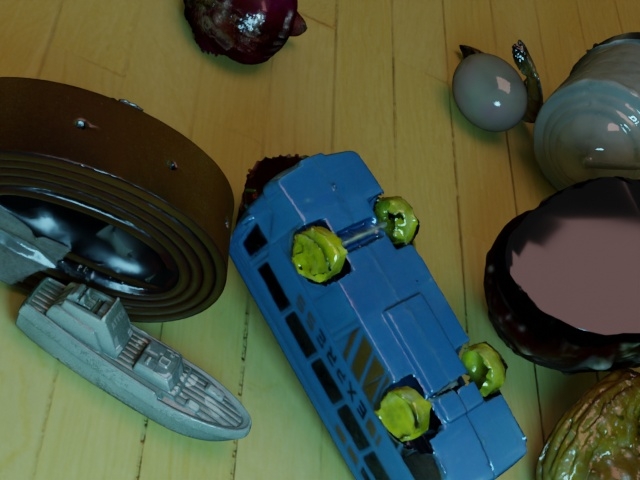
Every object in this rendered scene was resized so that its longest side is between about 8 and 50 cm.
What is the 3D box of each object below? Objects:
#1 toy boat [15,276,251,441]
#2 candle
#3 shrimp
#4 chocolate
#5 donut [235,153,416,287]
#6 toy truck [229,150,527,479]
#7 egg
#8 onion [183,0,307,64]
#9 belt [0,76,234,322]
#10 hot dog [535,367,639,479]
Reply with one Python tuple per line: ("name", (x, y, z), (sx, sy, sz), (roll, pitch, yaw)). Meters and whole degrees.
("toy boat", (-0.180, 0.122, 1.414), (0.261, 0.085, 0.078), (33, 36, -3))
("candle", (0.445, -0.175, 2.129), (0.221, 0.221, 0.342), (41, 38, 7))
("shrimp", (0.283, -0.272, 2.183), (0.035, 0.148, 0.195), (-34, 64, -14))
("chocolate", (0.362, 0.062, 1.781), (0.340, 0.210, 0.225), (-11, 64, -16))
("donut", (0.000, 0.000, 1.688), (0.235, 0.089, 0.235), (21, 39, -18))
("toy truck", (0.053, 0.100, 1.487), (0.161, 0.162, 0.384), (-25, 82, -43))
("egg", (0.253, -0.223, 2.122), (0.103, 0.103, 0.135), (-4, 51, -41))
("onion", (-0.083, -0.331, 1.950), (0.198, 0.135, 0.173), (-3, 54, -43))
("belt", (-0.249, -0.041, 1.435), (0.339, 0.217, 0.122), (23, 44, -23))
("hot dog", (0.363, 0.259, 1.664), (0.272, 0.122, 0.196), (-19, 74, -50))
